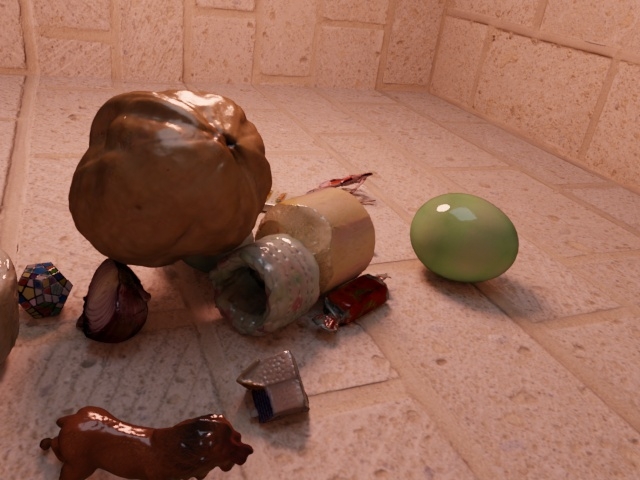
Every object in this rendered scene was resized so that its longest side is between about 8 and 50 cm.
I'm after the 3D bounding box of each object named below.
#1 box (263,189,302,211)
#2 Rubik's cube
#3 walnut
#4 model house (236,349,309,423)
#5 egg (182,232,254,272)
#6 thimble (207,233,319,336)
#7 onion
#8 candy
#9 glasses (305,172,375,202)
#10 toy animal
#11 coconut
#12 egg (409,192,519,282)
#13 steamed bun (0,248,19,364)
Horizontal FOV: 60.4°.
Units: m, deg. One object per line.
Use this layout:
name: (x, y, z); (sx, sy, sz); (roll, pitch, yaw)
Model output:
box: (-0.136, -0.119, 1.659); (0.220, 0.032, 0.122); (10, 26, 3)
Rubik's cube: (-0.539, 0.096, 1.067); (0.093, 0.111, 0.111); (27, 21, -21)
walnut: (-0.281, -0.115, 1.040); (0.381, 0.381, 0.381); (7, 27, -4)
model house: (-0.079, 0.253, 0.927); (0.100, 0.088, 0.101); (-19, 65, -4)
egg: (-0.259, -0.013, 1.275); (0.236, 0.169, 0.169); (27, 32, 31)
thimble: (-0.117, 0.084, 1.115); (0.211, 0.185, 0.149); (17, 26, 35)
onion: (-0.388, 0.128, 1.053); (0.098, 0.151, 0.206); (32, 21, -36)
candy: (0.079, 0.130, 1.218); (0.086, 0.059, 0.292); (23, 30, 32)
glasses: (0.071, -0.158, 1.763); (0.162, 0.095, 0.255); (-2, 9, 42)
toy animal: (-0.246, 0.278, 0.738); (0.312, 0.158, 0.097); (10, 26, 0)
coconut: (0.000, 0.000, 1.260); (0.239, 0.239, 0.244); (30, 39, 35)
egg: (0.359, -0.005, 1.382); (0.269, 0.220, 0.220); (22, 29, 4)
steamed bun: (-0.670, 0.128, 0.813); (0.383, 0.247, 0.236); (6, 38, -17)
